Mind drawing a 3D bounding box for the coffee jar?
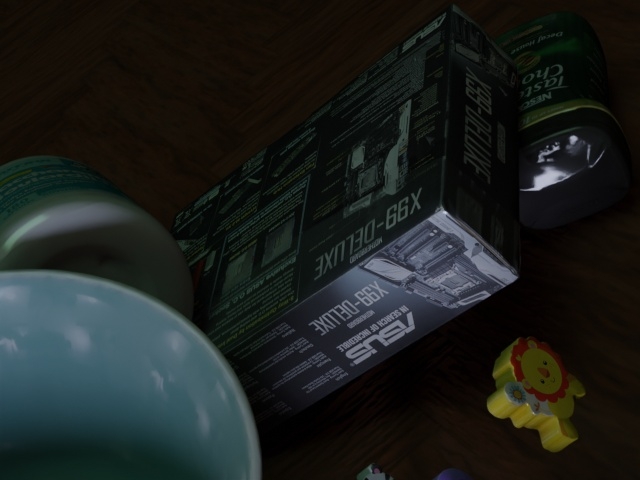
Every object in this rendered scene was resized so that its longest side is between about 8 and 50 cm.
[{"bbox_3d":[0.171,-0.089,0.987,0.096,0.079,0.184,-23,33,18],"label":"coffee jar"}]

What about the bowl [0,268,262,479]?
[{"bbox_3d":[-0.176,0.185,0.759,0.311,0.163,0.312,-4,49,5],"label":"bowl"}]

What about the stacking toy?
[{"bbox_3d":[0.055,0.173,0.681,0.167,0.052,0.221,-49,16,44],"label":"stacking toy"}]

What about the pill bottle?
[{"bbox_3d":[-0.191,0.019,0.973,0.146,0.146,0.264,-39,22,-9],"label":"pill bottle"}]

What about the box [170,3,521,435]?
[{"bbox_3d":[0.000,0.000,0.945,0.307,0.076,0.242,-35,27,29],"label":"box"}]
